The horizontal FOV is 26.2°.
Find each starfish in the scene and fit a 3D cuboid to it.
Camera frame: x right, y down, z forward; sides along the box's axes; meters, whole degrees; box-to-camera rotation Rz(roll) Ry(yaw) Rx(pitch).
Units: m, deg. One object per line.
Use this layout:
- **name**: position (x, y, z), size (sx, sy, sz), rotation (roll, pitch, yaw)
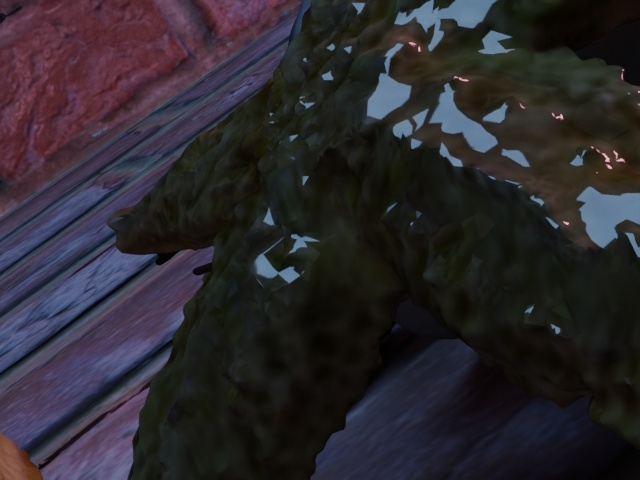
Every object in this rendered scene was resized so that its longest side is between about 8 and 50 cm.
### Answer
- **starfish**: position (0.065, -0.012, 0.400), size (0.432, 0.082, 0.324), rotation (-31, 49, 28)

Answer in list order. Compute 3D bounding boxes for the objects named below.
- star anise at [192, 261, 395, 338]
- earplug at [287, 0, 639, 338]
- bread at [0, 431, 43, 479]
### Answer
- **star anise**: position (-0.007, 0.007, 0.686), size (0.158, 0.144, 0.140), rotation (-4, -49, -53)
- **earplug**: position (0.161, -0.069, 0.504), size (0.324, 0.185, 0.185), rotation (-11, 26, 45)
- **bread**: position (-0.284, 0.196, 0.608), size (0.333, 0.143, 0.323), rotation (-35, 13, -7)
